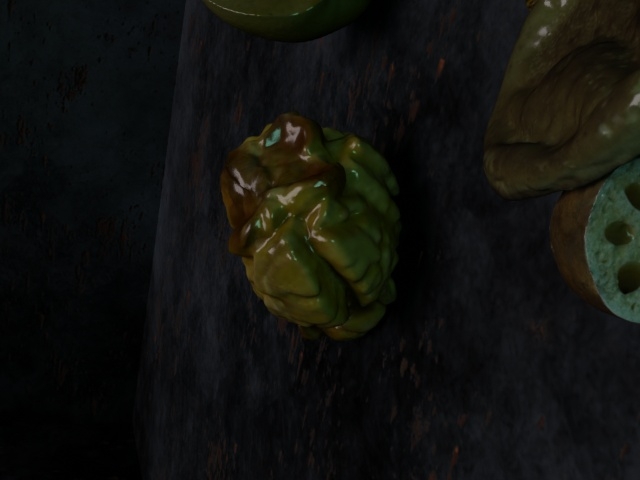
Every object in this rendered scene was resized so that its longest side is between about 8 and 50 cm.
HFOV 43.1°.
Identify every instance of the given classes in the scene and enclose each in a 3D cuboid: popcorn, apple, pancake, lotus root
[{"bbox_3d":[0.000,0.000,1.041,0.265,0.225,0.332,-104,2,-62],"label":"popcorn"},{"bbox_3d":[-0.044,-0.411,1.094,0.254,0.292,0.292,47,135,30],"label":"apple"},{"bbox_3d":[0.209,-0.153,0.606,0.294,0.049,0.294,-61,11,20],"label":"pancake"},{"bbox_3d":[0.222,-0.006,0.582,0.081,0.112,0.122,-146,60,-67],"label":"lotus root"}]

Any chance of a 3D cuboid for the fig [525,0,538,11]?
[{"bbox_3d":[0.184,-0.336,0.738,0.149,0.149,0.245,-10,102,68],"label":"fig"}]
